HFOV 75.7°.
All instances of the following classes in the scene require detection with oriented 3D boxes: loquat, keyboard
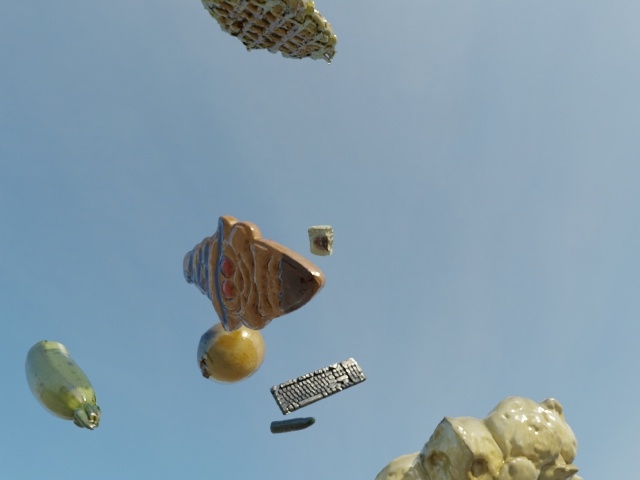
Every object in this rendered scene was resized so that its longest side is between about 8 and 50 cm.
[{"bbox_3d":[-0.193,0.240,0.897,0.163,0.163,0.137,-34,-97,10],"label":"loquat"},{"bbox_3d":[0.000,0.277,0.797,0.196,0.060,0.018,-10,-49,-33],"label":"keyboard"}]

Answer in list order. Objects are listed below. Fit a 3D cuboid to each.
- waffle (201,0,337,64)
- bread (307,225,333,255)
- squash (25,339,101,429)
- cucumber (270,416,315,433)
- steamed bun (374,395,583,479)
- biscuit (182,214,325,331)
[{"bbox_3d":[-0.093,-0.412,0.783,0.245,0.254,0.052,15,-87,21],"label":"waffle"},{"bbox_3d":[0.000,0.000,1.130,0.070,0.035,0.083,4,-76,31],"label":"bread"},{"bbox_3d":[-0.519,0.279,0.815,0.094,0.341,0.094,-17,-65,-41],"label":"squash"},{"bbox_3d":[-0.068,0.472,1.056,0.133,0.032,0.032,-20,-61,25],"label":"cucumber"},{"bbox_3d":[0.202,0.323,0.519,0.292,0.137,0.295,-23,-42,-3],"label":"steamed bun"},{"bbox_3d":[-0.112,0.054,0.600,0.280,0.043,0.183,4,-75,39],"label":"biscuit"}]
